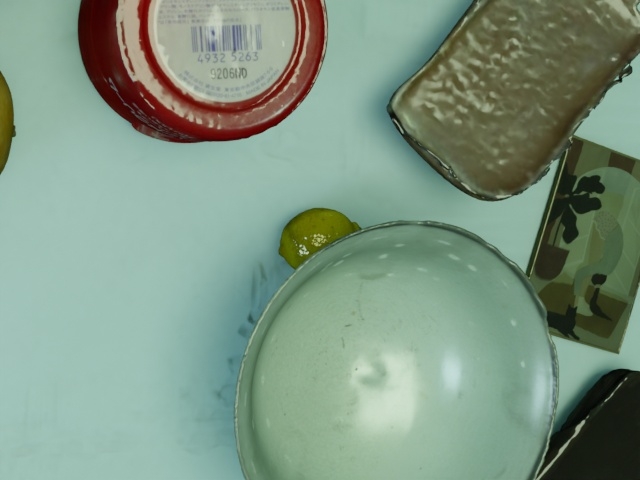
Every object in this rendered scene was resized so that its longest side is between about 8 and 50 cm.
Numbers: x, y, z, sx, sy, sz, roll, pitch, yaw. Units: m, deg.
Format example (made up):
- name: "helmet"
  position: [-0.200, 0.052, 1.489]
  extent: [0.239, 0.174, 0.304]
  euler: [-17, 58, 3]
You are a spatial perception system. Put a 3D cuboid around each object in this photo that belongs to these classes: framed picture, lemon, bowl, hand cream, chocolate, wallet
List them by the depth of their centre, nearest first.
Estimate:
- name: "hand cream"
  position: [-0.099, -0.176, 1.077]
  extent: [0.193, 0.125, 0.193]
  euler: [-2, 95, -22]
- name: "bowl"
  position: [0.048, 0.130, 1.165]
  extent: [0.313, 0.146, 0.313]
  euler: [-3, 98, -22]
- name: "lemon"
  position: [0.000, 0.000, 1.174]
  extent: [0.083, 0.062, 0.062]
  euler: [-18, 103, -21]
- name: "chocolate"
  position: [0.183, -0.155, 1.224]
  extent: [0.161, 0.083, 0.261]
  euler: [44, 77, -4]
- name: "framed picture"
  position: [0.281, 0.006, 1.325]
  extent: [0.136, 0.010, 0.200]
  euler: [17, 90, -24]
- name: "wallet"
  position: [0.259, 0.281, 1.333]
  extent: [0.309, 0.042, 0.165]
  euler: [-47, 113, -10]

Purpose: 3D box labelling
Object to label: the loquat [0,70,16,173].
- name: "loquat"
  position: [-0.302, -0.087, 0.992]
  extent: [0.141, 0.141, 0.141]
  euler: [-3, 98, -23]
